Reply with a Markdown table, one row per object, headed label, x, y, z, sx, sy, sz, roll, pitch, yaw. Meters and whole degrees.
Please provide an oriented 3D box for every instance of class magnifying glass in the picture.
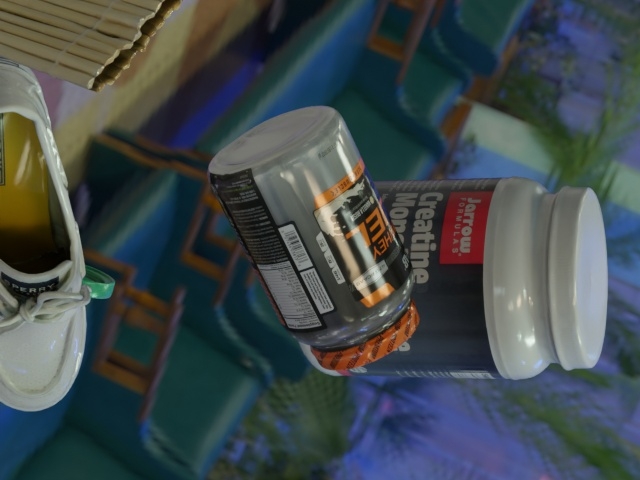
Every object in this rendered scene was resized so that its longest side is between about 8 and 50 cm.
| label | x | y | z | sx | sy | sz | roll | pitch | yaw |
| --- | --- | --- | --- | --- | --- | --- | --- | --- | --- |
| magnifying glass | -0.328 | 0.035 | 1.738 | 0.231 | 0.092 | 0.026 | 13 | 100 | -51 |

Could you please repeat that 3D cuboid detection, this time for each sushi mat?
| label | x | y | z | sx | sy | sz | roll | pitch | yaw |
| --- | --- | --- | --- | --- | --- | --- | --- | --- | --- |
| sushi mat | -0.173 | -0.166 | 0.778 | 0.151 | 0.316 | 0.019 | -51 | 143 | -22 |

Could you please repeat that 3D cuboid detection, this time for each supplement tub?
| label | x | y | z | sx | sy | sz | roll | pitch | yaw |
| --- | --- | --- | --- | --- | --- | --- | --- | --- | --- |
| supplement tub | 0.000 | 0.000 | 1.212 | 0.190 | 0.117 | 0.117 | 63 | 33 | -20 |
| supplement tub | 0.122 | 0.036 | 1.457 | 0.191 | 0.272 | 0.191 | -1 | 90 | -70 |

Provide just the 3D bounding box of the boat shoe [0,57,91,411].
| label | x | y | z | sx | sy | sz | roll | pitch | yaw |
| --- | --- | --- | --- | --- | --- | --- | --- | --- | --- |
| boat shoe | -0.265 | 0.025 | 1.378 | 0.156 | 0.136 | 0.367 | -126 | -147 | -54 |
